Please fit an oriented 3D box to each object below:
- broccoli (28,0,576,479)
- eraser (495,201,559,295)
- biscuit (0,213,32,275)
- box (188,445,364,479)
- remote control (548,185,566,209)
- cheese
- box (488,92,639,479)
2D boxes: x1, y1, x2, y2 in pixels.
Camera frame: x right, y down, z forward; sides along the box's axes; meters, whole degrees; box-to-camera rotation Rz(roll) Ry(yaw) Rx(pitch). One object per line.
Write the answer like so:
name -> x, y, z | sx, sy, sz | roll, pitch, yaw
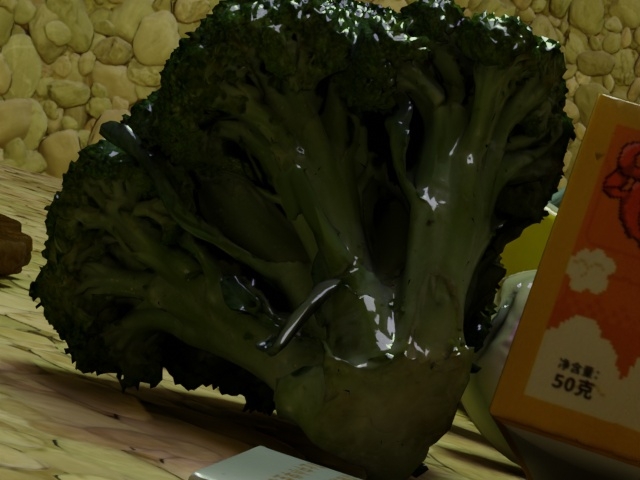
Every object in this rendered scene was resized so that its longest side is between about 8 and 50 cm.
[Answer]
broccoli -> 0.000, 0.000, 1.111 | 0.303, 0.321, 0.283 | 5, 37, -20
eraser -> 0.134, 0.042, 1.446 | 0.226, 0.158, 0.069 | 35, 6, 22
biscuit -> -0.338, -0.016, 1.532 | 0.278, 0.043, 0.301 | 18, 3, -29
box -> 0.058, 0.138, 0.844 | 0.220, 0.032, 0.122 | 16, 2, 12
remote control -> 0.132, 0.012, 1.661 | 0.256, 0.045, 0.097 | -27, -17, 9
cheese -> 0.200, 0.118, 1.336 | 0.227, 0.137, 0.064 | 36, -12, -5
box -> 0.274, 0.072, 1.139 | 0.283, 0.214, 0.259 | 16, -13, 16
